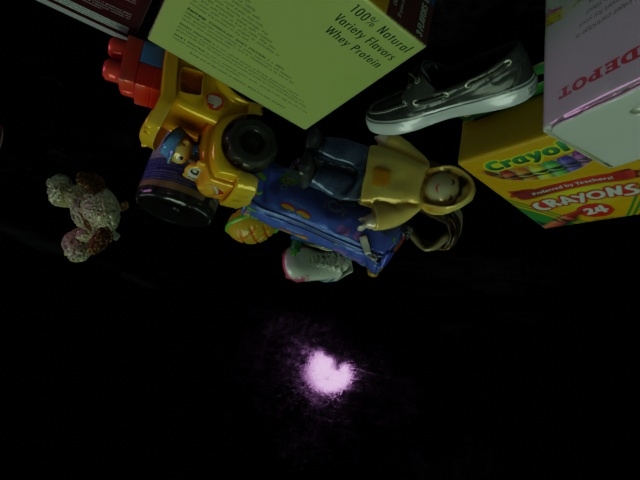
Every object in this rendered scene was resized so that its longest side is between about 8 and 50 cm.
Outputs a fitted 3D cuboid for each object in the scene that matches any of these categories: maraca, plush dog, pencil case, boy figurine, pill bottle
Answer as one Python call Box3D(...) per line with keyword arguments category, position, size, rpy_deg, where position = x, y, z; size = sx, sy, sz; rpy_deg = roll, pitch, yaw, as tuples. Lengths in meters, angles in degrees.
Box3D(category="maraca", position=(-0.165, -0.043, 1.183), size=(0.186, 0.099, 0.127), rpy_deg=(-4, 160, -31))
Box3D(category="plush dog", position=(-0.638, -0.077, 1.251), size=(0.211, 0.262, 0.226), rpy_deg=(-15, -171, -33))
Box3D(category="pencil case", position=(0.005, -0.042, 0.798), size=(0.306, 0.119, 0.133), rpy_deg=(25, -154, 2))
Box3D(category="boy figurine", position=(0.108, -0.094, 0.714), size=(0.286, 0.177, 0.092), rpy_deg=(17, 171, 4))
Box3D(category="pill bottle", position=(-0.206, -0.142, 0.716), size=(0.123, 0.219, 0.122), rpy_deg=(11, 161, 4))

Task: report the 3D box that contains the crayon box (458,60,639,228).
Box3D(category="crayon box", position=(0.349, -0.122, 0.635), size=(0.319, 0.081, 0.202), rpy_deg=(25, 158, -31))

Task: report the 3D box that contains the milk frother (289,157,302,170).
Box3D(category="milk frother", position=(-0.016, -0.099, 0.932), size=(0.135, 0.129, 0.143), rpy_deg=(-18, 159, -51))

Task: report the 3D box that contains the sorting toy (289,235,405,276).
Box3D(category="sorting toy", position=(0.044, 0.013, 1.077), size=(0.366, 0.126, 0.127), rpy_deg=(6, 168, 45))

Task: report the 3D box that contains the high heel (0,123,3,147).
Box3D(category="high heel", position=(-0.877, -0.238, 0.998), size=(0.378, 0.127, 0.181), rpy_deg=(3, 170, 35))

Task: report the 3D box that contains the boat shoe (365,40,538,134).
Box3D(category="boat shoe", position=(0.151, -0.197, 0.565), size=(0.229, 0.080, 0.076), rpy_deg=(1, 138, 41))

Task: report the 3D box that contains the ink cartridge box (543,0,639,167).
Box3D(category="ink cartridge box", position=(0.255, -0.181, 0.314), size=(0.093, 0.212, 0.154), rpy_deg=(20, 160, -21))

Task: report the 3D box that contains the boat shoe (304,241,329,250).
Box3D(category="boat shoe", position=(0.000, 0.000, 1.265), size=(0.136, 0.050, 0.045), rpy_deg=(3, 165, 26))

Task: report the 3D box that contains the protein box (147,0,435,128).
Box3D(category="protein box", position=(-0.028, -0.245, 0.430), size=(0.200, 0.135, 0.201), rpy_deg=(24, 159, -28))

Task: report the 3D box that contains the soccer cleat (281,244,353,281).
Box3D(category="soccer cleat", position=(0.001, 0.067, 1.344), size=(0.143, 0.115, 0.331), rpy_deg=(-11, 170, 21))

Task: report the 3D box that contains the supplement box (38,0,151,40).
Box3D(category="supplement box", position=(-0.220, -0.314, 0.438), size=(0.130, 0.073, 0.240), rpy_deg=(17, 163, -33))

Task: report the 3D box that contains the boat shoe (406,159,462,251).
Box3D(category="boat shoe", position=(0.220, -0.034, 0.907), size=(0.124, 0.123, 0.342), rpy_deg=(4, 160, 23))

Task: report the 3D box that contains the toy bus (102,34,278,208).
Box3D(category="toy bus", position=(-0.166, -0.167, 0.565), size=(0.212, 0.220, 0.149), rpy_deg=(8, 170, -24))
